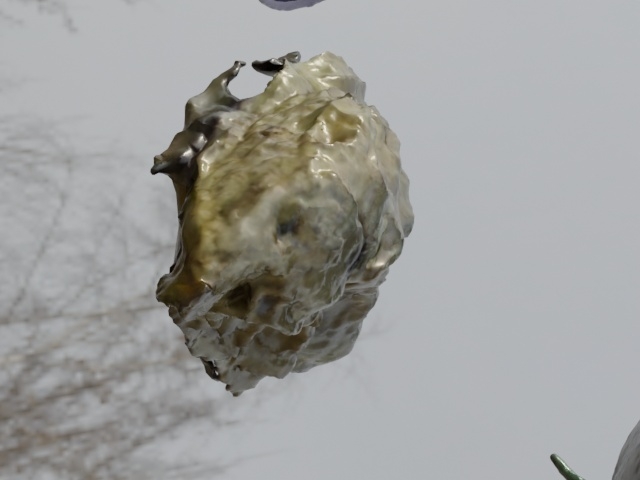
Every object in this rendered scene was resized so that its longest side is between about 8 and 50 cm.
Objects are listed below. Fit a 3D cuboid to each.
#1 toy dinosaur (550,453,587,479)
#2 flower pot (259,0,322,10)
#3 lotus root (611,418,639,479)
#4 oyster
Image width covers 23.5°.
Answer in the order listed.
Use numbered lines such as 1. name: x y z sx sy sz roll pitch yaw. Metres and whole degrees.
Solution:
1. toy dinosaur: 0.291 0.278 0.952 0.129 0.383 0.076 -62 178 -8
2. flower pot: -0.013 -0.364 1.267 0.243 0.265 0.265 54 -42 19
3. lotus root: 0.203 0.088 0.592 0.138 0.235 0.119 49 -9 13
4. oyster: 0.004 -0.007 0.547 0.072 0.209 0.132 16 -104 20
